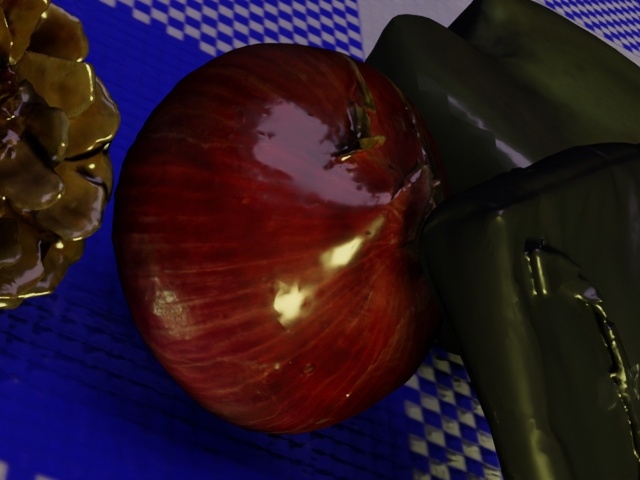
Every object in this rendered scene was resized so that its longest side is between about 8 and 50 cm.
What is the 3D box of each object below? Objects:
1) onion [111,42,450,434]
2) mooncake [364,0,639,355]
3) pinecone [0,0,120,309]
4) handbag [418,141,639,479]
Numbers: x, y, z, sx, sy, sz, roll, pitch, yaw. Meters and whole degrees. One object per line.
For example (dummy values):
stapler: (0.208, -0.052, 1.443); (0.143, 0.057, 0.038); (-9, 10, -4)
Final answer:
onion: (-0.009, 0.003, 0.792); (0.248, 0.248, 0.161); (6, 16, -40)
mooncake: (0.164, -0.041, 1.060); (0.351, 0.187, 0.351); (25, 30, -16)
pinecone: (-0.193, -0.056, 0.709); (0.179, 0.204, 0.184); (20, 47, -20)
handbag: (0.162, 0.085, 0.780); (0.244, 0.088, 0.275); (-19, 95, -53)
